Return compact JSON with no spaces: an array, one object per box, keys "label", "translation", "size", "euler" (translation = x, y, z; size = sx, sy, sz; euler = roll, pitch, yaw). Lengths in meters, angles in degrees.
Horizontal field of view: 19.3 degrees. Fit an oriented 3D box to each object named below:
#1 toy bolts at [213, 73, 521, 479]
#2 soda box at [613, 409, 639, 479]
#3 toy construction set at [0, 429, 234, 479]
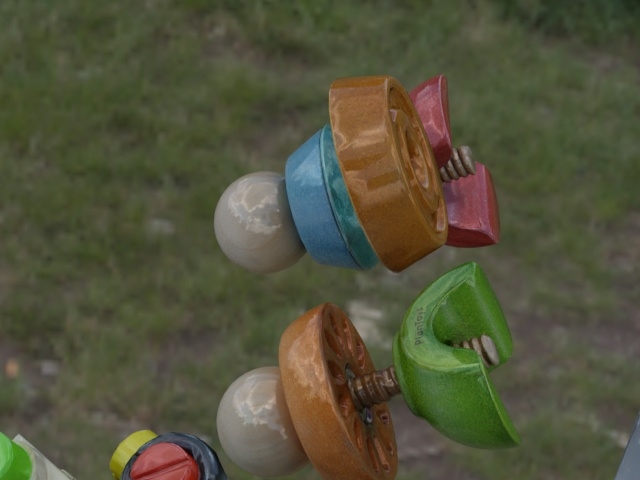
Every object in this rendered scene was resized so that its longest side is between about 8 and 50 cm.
[{"label":"toy bolts","translation":[0.000,0.000,1.014],"size":[0.158,0.218,0.228],"euler":[-17,33,15]},{"label":"soda box","translation":[0.190,0.021,0.392],"size":[0.286,0.098,0.091],"euler":[-25,55,-29]},{"label":"toy construction set","translation":[-0.079,0.208,0.830],"size":[0.328,0.151,0.215],"euler":[38,80,19]}]
